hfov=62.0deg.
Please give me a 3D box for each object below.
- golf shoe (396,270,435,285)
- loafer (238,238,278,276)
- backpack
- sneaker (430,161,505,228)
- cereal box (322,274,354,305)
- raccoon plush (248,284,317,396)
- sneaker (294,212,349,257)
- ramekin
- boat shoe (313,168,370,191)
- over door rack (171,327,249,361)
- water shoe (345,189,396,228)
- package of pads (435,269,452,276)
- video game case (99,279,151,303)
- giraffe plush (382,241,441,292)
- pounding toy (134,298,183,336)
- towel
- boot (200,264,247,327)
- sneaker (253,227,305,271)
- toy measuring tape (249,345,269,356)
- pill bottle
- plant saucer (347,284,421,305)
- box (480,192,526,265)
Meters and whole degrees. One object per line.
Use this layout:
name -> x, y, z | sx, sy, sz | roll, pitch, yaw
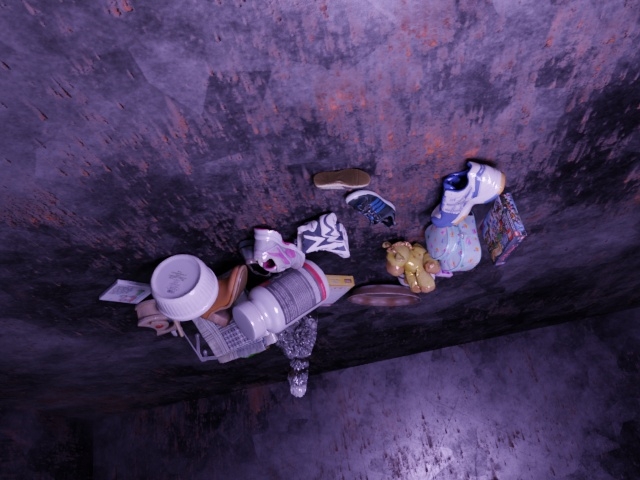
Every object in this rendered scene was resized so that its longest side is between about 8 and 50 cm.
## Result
golf shoe -> 0.376, 0.142, 2.108 | 0.105, 0.120, 0.273 | -7, 156, -12
loafer -> -0.205, 0.083, 1.792 | 0.096, 0.084, 0.267 | -16, 154, 10
backpack -> 0.438, 0.010, 1.753 | 0.144, 0.188, 0.166 | -7, 161, -24
sneaker -> 0.403, -0.142, 1.579 | 0.131, 0.111, 0.296 | 23, 145, -16
cereal box -> 0.008, 0.207, 2.176 | 0.173, 0.047, 0.240 | 5, 152, -26
raccoon plush -> -0.177, 0.374, 2.038 | 0.299, 0.446, 0.216 | 6, 172, -9
sneaker -> 0.000, 0.000, 1.697 | 0.153, 0.094, 0.235 | -12, 158, 13
ramekin -> -0.438, 0.141, 1.693 | 0.207, 0.207, 0.109 | -11, 146, 1
boat shoe -> 0.057, -0.160, 1.437 | 0.152, 0.056, 0.049 | 1, 159, -2
over door rack -> -0.475, 0.429, 2.376 | 0.240, 0.108, 0.324 | -9, 142, 11
water shoe -> 0.159, -0.090, 1.581 | 0.203, 0.080, 0.073 | 14, 145, -41
package of pads -> 0.505, 0.124, 2.198 | 0.083, 0.050, 0.032 | 7, 149, -34
video game case -> -0.682, 0.183, 1.888 | 0.143, 0.019, 0.157 | 14, 145, -41
giraffe plush -> 0.305, 0.073, 1.873 | 0.171, 0.210, 0.181 | 9, 173, -27
pounding toy -> -0.609, 0.314, 2.018 | 0.154, 0.154, 0.269 | -11, 156, -17
towel -> -0.348, 0.295, 1.964 | 0.312, 0.324, 0.056 | -26, -169, 29
boot -> -0.380, 0.155, 1.834 | 0.220, 0.109, 0.283 | 28, 130, 4
sneaker -> -0.141, 0.052, 1.691 | 0.103, 0.111, 0.252 | 6, 162, 34
toy measuring tape -> -0.281, 0.457, 2.515 | 0.330, 0.121, 0.121 | -32, 148, 30
pill bottle -> -0.136, 0.208, 1.833 | 0.319, 0.176, 0.176 | -30, 166, -32
plant saucer -> 0.270, 0.232, 2.265 | 0.311, 0.050, 0.310 | 2, 165, 0
box -> 0.608, -0.033, 1.787 | 0.044, 0.159, 0.233 | -9, 154, -3
